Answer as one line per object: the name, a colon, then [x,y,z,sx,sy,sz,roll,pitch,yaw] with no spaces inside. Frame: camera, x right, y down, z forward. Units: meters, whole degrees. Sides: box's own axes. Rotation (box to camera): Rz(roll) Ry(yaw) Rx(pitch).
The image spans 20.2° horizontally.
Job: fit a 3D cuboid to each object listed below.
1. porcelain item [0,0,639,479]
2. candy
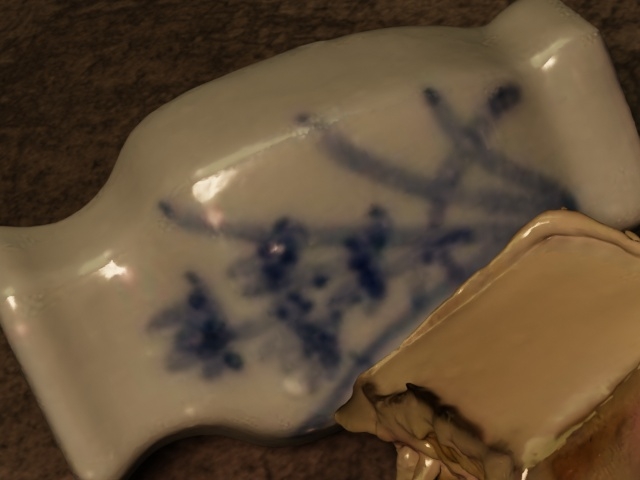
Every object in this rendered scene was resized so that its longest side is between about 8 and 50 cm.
porcelain item: [0.000,0.000,1.136,0.405,0.242,0.178,-25,14,-7]
candy: [0.142,0.093,1.021,0.195,0.137,0.185,-42,33,-14]
